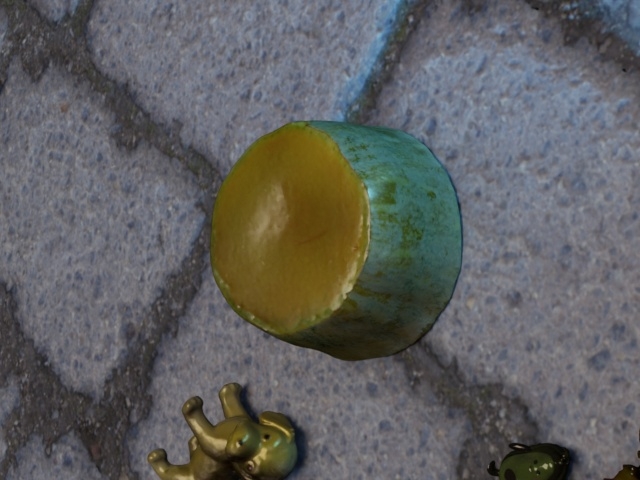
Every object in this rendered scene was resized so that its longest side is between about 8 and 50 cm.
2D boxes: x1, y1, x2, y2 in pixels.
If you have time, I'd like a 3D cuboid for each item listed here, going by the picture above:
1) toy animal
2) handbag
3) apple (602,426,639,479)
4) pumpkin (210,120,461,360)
[{"bbox_3d":[-0.139,0.304,1.979,0.233,0.121,0.169,-42,70,34],"label":"toy animal"},{"bbox_3d":[0.258,0.275,1.656,0.111,0.047,0.072,-28,67,39],"label":"handbag"},{"bbox_3d":[0.409,0.307,1.345,0.329,0.295,0.365,-32,33,4],"label":"apple"},{"bbox_3d":[0.000,0.000,1.832,0.332,0.199,0.332,-3,85,44],"label":"pumpkin"}]
